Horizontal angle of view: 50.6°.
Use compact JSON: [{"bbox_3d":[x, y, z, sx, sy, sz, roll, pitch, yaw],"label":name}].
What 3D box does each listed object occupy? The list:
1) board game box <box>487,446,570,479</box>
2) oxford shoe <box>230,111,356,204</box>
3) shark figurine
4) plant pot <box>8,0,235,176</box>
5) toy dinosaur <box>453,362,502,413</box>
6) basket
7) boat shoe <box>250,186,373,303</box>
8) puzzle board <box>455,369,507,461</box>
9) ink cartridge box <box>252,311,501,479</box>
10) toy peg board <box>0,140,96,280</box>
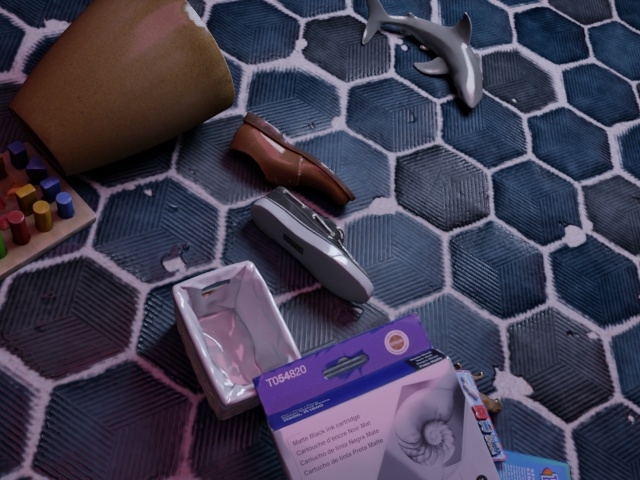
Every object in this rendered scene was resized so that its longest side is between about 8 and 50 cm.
[{"bbox_3d":[0.217,0.338,0.826,0.210,0.047,0.160,17,56,-18],"label":"board game box"},{"bbox_3d":[-0.043,-0.108,1.048,0.212,0.076,0.076,33,87,3],"label":"oxford shoe"},{"bbox_3d":[0.217,-0.383,1.251,0.278,0.116,0.166,38,56,7],"label":"shark figurine"},{"bbox_3d":[-0.293,-0.213,0.952,0.237,0.237,0.254,44,71,12],"label":"plant pot"},{"bbox_3d":[0.168,0.212,0.909,0.183,0.053,0.092,-8,63,-20],"label":"toy dinosaur"},{"bbox_3d":[-0.109,0.129,0.851,0.113,0.103,0.167,-18,65,-24],"label":"basket"},{"bbox_3d":[0.000,0.000,0.976,0.219,0.078,0.070,41,59,12],"label":"boat shoe"},{"bbox_3d":[0.173,0.217,0.849,0.096,0.011,0.128,8,44,-28],"label":"puzzle board"},{"bbox_3d":[0.063,0.217,0.760,0.223,0.045,0.224,-21,79,-13],"label":"ink cartridge box"},{"bbox_3d":[-0.413,-0.059,0.895,0.161,0.079,0.160,44,59,12],"label":"toy peg board"}]
